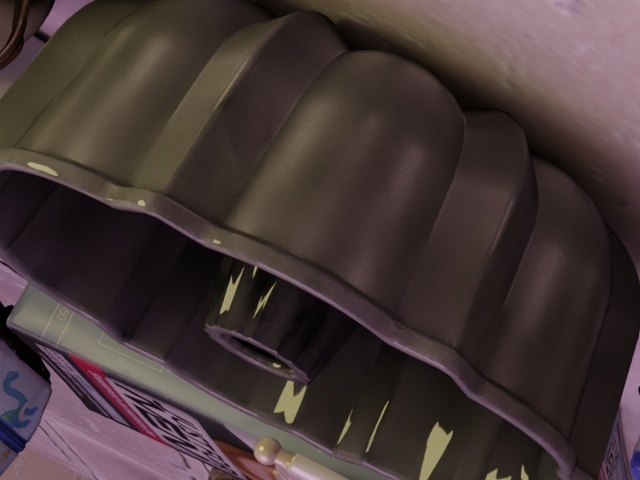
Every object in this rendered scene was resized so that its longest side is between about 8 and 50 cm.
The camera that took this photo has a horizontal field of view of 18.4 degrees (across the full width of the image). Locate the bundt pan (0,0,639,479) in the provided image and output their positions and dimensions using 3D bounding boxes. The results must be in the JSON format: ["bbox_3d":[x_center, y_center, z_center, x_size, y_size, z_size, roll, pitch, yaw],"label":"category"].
[{"bbox_3d":[0.000,0.000,0.883,0.330,0.124,0.331,27,166,7],"label":"bundt pan"}]

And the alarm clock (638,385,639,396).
[{"bbox_3d":[0.202,0.065,0.840,0.129,0.064,0.192,23,-179,-2],"label":"alarm clock"}]

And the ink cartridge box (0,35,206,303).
[{"bbox_3d":[-0.153,-0.040,1.087,0.212,0.093,0.154,29,165,-12],"label":"ink cartridge box"}]

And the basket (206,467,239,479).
[{"bbox_3d":[-0.014,0.185,1.574,0.113,0.103,0.167,26,168,-12],"label":"basket"}]

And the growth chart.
[{"bbox_3d":[0.047,0.185,1.194,0.172,0.021,0.237,23,163,21],"label":"growth chart"}]

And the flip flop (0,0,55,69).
[{"bbox_3d":[-0.160,-0.114,0.865,0.112,0.080,0.277,33,164,-21],"label":"flip flop"}]

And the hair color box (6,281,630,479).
[{"bbox_3d":[0.005,0.108,1.267,0.374,0.114,0.185,22,164,19],"label":"hair color box"}]

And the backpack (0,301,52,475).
[{"bbox_3d":[-0.377,0.068,1.546,0.355,0.273,0.290,23,163,4],"label":"backpack"}]

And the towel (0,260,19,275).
[{"bbox_3d":[-0.161,0.043,1.514,0.275,0.031,0.199,36,163,-27],"label":"towel"}]

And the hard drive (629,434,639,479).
[{"bbox_3d":[0.319,0.161,0.940,0.318,0.040,0.210,21,178,23],"label":"hard drive"}]
